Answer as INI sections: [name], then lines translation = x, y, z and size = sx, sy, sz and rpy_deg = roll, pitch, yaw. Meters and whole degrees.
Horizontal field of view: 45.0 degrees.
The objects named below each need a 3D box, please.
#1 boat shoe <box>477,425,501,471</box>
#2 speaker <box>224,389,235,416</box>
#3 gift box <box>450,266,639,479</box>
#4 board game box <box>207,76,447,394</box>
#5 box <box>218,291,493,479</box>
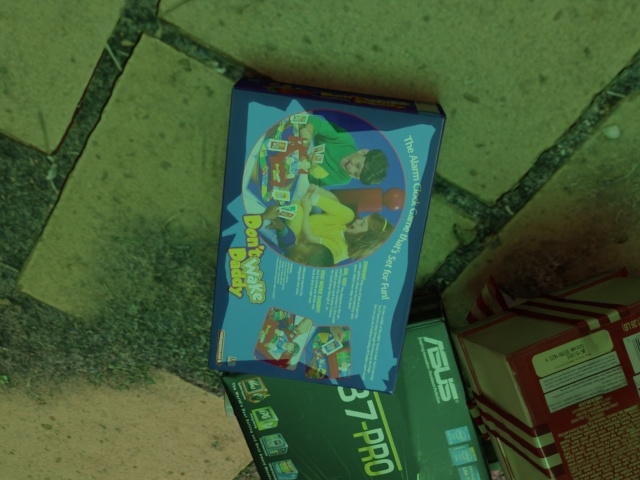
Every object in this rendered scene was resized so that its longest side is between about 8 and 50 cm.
[boat shoe]
translation = 0.325, 0.274, 1.149
size = 0.227, 0.081, 0.069
rpy_deg = -29, 90, 23
[speaker]
translation = -0.075, 0.241, 1.181
size = 0.136, 0.055, 0.055
rpy_deg = -2, 127, 7
[gift box]
translation = 0.316, 0.158, 0.909
size = 0.255, 0.258, 0.276
rpy_deg = -16, 89, -4
[board game box]
translation = 0.000, 0.000, 0.913
size = 0.233, 0.078, 0.347
rpy_deg = 8, 111, 0
[box]
translation = 0.070, 0.298, 1.108
size = 0.318, 0.097, 0.395
rpy_deg = -15, 107, 9
